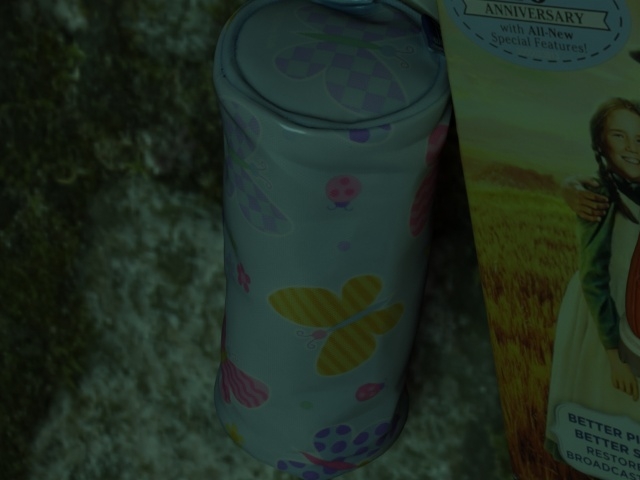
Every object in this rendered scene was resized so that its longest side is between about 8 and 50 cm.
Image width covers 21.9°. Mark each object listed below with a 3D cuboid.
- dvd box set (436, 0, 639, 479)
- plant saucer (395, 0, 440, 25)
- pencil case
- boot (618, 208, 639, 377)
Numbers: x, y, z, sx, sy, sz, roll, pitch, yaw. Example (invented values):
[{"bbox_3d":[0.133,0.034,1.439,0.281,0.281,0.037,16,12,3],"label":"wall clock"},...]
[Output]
[{"bbox_3d":[0.191,-0.030,0.681,0.307,0.062,0.420,16,131,38],"label":"dvd box set"},{"bbox_3d":[0.171,-0.257,0.762,0.400,0.100,0.400,8,107,26],"label":"plant saucer"},{"bbox_3d":[0.000,0.000,0.857,0.113,0.124,0.273,-6,134,-10],"label":"pencil case"},{"bbox_3d":[0.186,0.033,0.643,0.158,0.059,0.084,22,130,35],"label":"boot"}]
